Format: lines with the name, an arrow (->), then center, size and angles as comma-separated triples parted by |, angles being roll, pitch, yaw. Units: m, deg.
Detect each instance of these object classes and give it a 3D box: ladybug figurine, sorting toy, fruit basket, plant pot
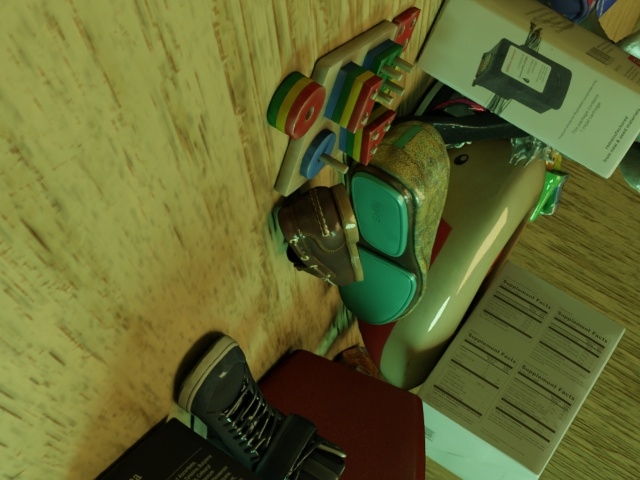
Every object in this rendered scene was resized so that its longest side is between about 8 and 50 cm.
ladybug figurine -> 0.177, 0.032, 1.402 | 0.305, 0.162, 0.449 | -35, 153, -58
sorting toy -> 0.032, -0.112, 0.818 | 0.274, 0.046, 0.132 | -42, 159, -51
fruit basket -> 0.455, -0.213, 1.877 | 0.353, 0.166, 0.327 | -65, 165, 12
plant pot -> -0.002, 0.303, 1.193 | 0.267, 0.267, 0.235 | 105, 8, -49

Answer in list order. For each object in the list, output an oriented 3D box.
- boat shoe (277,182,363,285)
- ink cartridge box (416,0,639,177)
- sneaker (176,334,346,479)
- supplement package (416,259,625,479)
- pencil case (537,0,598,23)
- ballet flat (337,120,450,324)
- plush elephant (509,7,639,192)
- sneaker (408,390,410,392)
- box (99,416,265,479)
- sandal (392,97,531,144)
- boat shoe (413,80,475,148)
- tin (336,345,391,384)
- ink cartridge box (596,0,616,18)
boat shoe -> 0.000, 0.000, 0.920 | 0.073, 0.073, 0.207 | -20, 159, 0
ink cartridge box -> 0.245, -0.184, 1.018 | 0.100, 0.237, 0.172 | -62, 167, 26
sneaker -> -0.051, 0.184, 0.917 | 0.086, 0.163, 0.226 | -52, 164, -21
supplement package -> 0.278, 0.214, 1.380 | 0.262, 0.198, 0.199 | -52, 163, -24
pencil case -> 0.333, -0.403, 1.117 | 0.306, 0.133, 0.119 | -56, -149, -10
ballet flat -> 0.090, -0.015, 1.086 | 0.123, 0.123, 0.348 | -53, 163, -25
plush elephant -> 0.396, -0.203, 1.220 | 0.330, 0.256, 0.271 | -68, 158, -43
sneaker -> 0.081, 0.331, 1.791 | 0.180, 0.125, 0.321 | -60, 167, 2
box -> -0.106, 0.402, 0.867 | 0.179, 0.313, 0.343 | -39, 157, -56
sandal -> 0.164, -0.138, 1.068 | 0.067, 0.179, 0.040 | 130, -46, -71
boat shoe -> 0.162, -0.152, 1.135 | 0.233, 0.079, 0.084 | -52, 166, -19
tin -> 0.088, 0.231, 1.621 | 0.040, 0.106, 0.190 | -61, 162, 8
ink cartridge box -> 0.420, -0.402, 1.498 | 0.307, 0.072, 0.303 | -44, 168, 7
